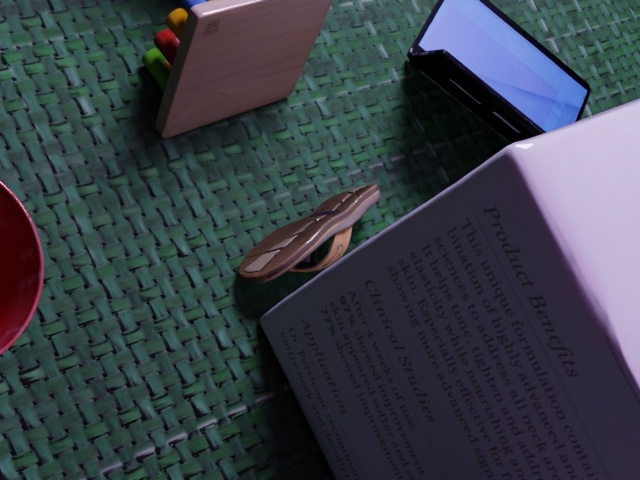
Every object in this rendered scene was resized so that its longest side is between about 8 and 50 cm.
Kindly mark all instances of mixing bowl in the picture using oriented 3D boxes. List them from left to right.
[{"bbox_3d":[-0.311,0.030,0.746,0.182,0.098,0.181,11,66,-25],"label":"mixing bowl"}]

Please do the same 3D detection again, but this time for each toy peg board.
[{"bbox_3d":[-0.088,-0.196,0.937,0.161,0.160,0.079,-25,68,-34],"label":"toy peg board"}]

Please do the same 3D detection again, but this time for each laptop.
[{"bbox_3d":[0.230,-0.186,1.111,0.234,0.264,0.136,36,94,-11],"label":"laptop"}]

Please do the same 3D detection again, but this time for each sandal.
[{"bbox_3d":[0.000,0.000,0.958,0.180,0.072,0.049,-35,111,-39],"label":"sandal"}]

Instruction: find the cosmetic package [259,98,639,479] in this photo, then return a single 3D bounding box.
[{"bbox_3d":[0.220,0.100,0.833,0.328,0.394,0.329,-21,82,-34],"label":"cosmetic package"}]
